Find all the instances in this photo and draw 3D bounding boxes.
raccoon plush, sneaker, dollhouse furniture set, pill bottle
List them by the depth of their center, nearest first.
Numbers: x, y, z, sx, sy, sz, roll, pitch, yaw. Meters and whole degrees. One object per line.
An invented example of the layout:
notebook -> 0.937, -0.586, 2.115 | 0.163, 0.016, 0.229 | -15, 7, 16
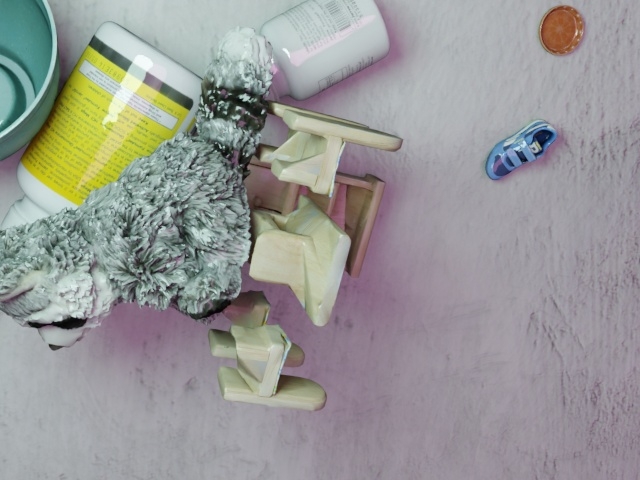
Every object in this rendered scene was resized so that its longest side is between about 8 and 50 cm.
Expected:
raccoon plush -> -0.256, -0.078, 0.955 | 0.299, 0.216, 0.446 | 12, 81, -29
pill bottle -> -0.312, -0.126, 1.086 | 0.188, 0.188, 0.334 | 31, 96, -21
dollhouse furniture set -> 0.000, 0.000, 1.094 | 0.256, 0.394, 0.362 | 11, 103, -18
pill bottle -> -0.022, -0.288, 1.144 | 0.229, 0.131, 0.131 | -29, 111, -5
sneaker -> 0.351, -0.159, 1.318 | 0.144, 0.059, 0.053 | -41, 114, 1

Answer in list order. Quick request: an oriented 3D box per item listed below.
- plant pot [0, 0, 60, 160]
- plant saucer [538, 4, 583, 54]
plant pot -> -0.477, -0.214, 0.986 | 0.293, 0.196, 0.293 | 2, 78, -7
plant saucer -> 0.413, -0.362, 1.298 | 0.083, 0.013, 0.083 | -4, 107, -14
